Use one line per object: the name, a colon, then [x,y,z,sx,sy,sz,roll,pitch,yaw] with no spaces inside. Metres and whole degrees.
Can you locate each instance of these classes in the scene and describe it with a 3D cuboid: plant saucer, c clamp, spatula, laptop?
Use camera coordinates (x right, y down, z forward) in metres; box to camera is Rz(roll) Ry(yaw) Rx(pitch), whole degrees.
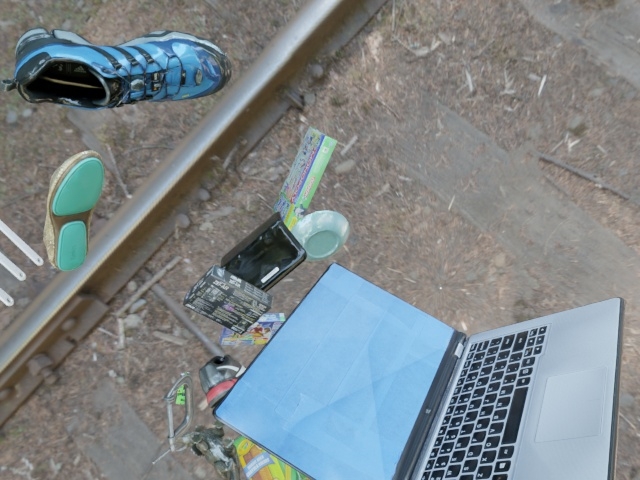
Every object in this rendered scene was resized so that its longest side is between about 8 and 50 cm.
plant saucer: [0.000,0.000,1.695,0.195,0.195,0.037,-33,44,7]
c clamp: [-0.306,0.371,1.225,0.022,0.137,0.160,8,103,23]
spatula: [-0.609,-0.002,1.018,0.019,0.168,0.242,-23,122,17]
laptop: [0.148,0.157,0.781,0.408,0.382,0.236,-25,106,39]

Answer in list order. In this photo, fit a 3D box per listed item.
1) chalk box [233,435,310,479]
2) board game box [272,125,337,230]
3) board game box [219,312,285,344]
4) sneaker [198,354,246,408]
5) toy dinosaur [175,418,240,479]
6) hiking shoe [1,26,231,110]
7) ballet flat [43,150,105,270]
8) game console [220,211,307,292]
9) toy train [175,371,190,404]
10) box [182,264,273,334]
chalk box: [-0.151,0.692,1.908,0.180,0.179,0.288,-37,62,12]
board game box: [-0.057,-0.204,1.883,0.046,0.213,0.317,21,102,-20]
board game box: [-0.230,0.298,1.936,0.201,0.136,0.035,3,46,-19]
sneaker: [-0.234,0.368,1.544,0.098,0.276,0.135,-41,70,10]
toy dinosaur: [-0.279,0.600,1.612,0.314,0.160,0.121,33,57,20]
hiking shoe: [-0.279,-0.230,0.834,0.304,0.113,0.132,-4,44,-13]
ballet flat: [-0.341,-0.048,0.774,0.067,0.073,0.206,48,127,26]
game console: [-0.087,0.025,0.864,0.122,0.071,0.107,-40,74,5]
toy train: [-0.329,0.352,1.376,0.024,0.017,0.083,11,100,-16]
box: [-0.108,0.071,0.673,0.083,0.018,0.067,31,125,-22]
